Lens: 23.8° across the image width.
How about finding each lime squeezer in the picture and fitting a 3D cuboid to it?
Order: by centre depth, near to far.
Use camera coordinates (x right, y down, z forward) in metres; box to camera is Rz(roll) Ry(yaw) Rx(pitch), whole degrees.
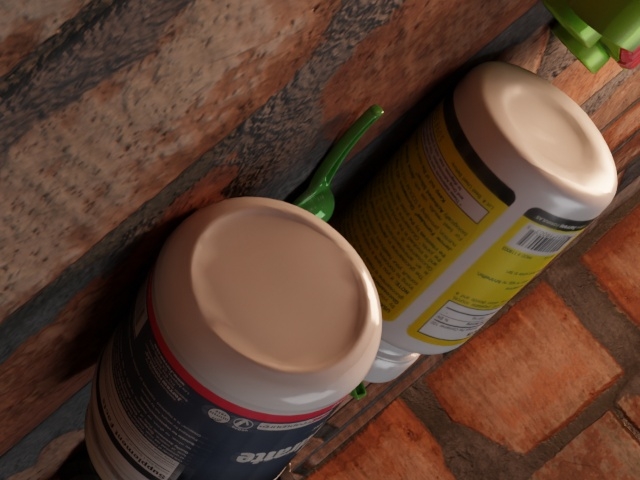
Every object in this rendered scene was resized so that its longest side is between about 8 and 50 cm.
[{"bbox_3d":[0.000,0.000,1.399,0.059,0.110,0.310,-16,127,-28],"label":"lime squeezer"}]

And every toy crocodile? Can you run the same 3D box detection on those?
[{"bbox_3d":[0.297,-0.220,1.492,0.115,0.105,0.340,-42,169,8],"label":"toy crocodile"}]

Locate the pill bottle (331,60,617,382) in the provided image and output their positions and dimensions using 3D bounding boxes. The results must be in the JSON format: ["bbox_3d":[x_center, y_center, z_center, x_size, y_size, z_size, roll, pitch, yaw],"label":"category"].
[{"bbox_3d":[0.125,-0.007,1.537,0.334,0.188,0.188,-47,167,34],"label":"pill bottle"}]

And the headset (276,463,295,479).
[{"bbox_3d":[-0.120,0.306,1.910,0.394,0.243,0.185,-59,-168,5],"label":"headset"}]

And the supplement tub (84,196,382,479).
[{"bbox_3d":[-0.082,0.107,1.277,0.191,0.191,0.272,-32,166,-38],"label":"supplement tub"}]

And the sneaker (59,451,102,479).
[{"bbox_3d":[-0.155,0.218,1.618,0.286,0.109,0.130,-15,-160,40],"label":"sneaker"}]
